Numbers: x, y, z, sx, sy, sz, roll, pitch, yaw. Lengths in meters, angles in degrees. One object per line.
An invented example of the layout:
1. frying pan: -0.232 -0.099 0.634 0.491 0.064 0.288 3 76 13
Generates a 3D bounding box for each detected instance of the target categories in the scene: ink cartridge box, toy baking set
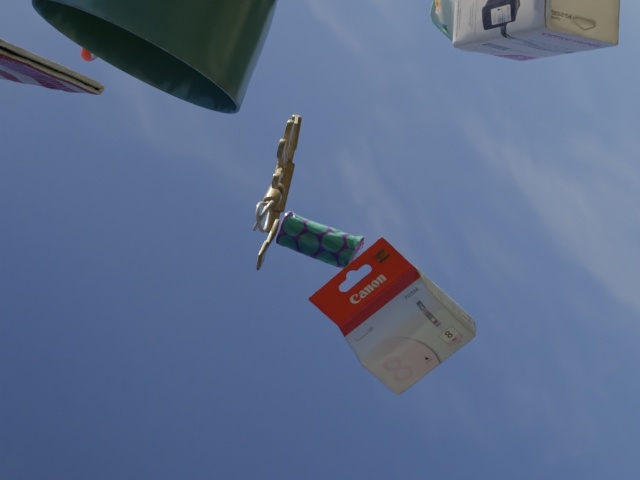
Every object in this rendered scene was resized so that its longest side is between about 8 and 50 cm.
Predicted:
1. ink cartridge box: 0.121 0.135 2.045 0.232 0.189 0.066 40 -155 -20
2. ink cartridge box: 0.367 -0.377 2.032 0.172 0.237 0.100 4 -92 -33
3. toy baking set: -0.074 -0.080 1.872 0.197 0.030 0.256 29 -106 -85

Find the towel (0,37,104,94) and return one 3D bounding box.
1. towel: -0.525 -0.274 1.821 0.237 0.329 0.037 18 -95 -58

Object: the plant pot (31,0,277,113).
1. plant pot: -0.184 -0.334 1.523 0.293 0.293 0.235 31 -98 -39

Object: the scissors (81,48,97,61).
1. scissors: -0.316 -0.368 1.911 0.021 0.109 0.297 25 -153 -2

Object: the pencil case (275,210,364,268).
1. pencil case: 0.000 0.000 2.082 0.151 0.065 0.070 20 -147 14

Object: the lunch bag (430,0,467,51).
1. lunch bag: 0.305 -0.504 2.259 0.160 0.223 0.262 16 -143 6
